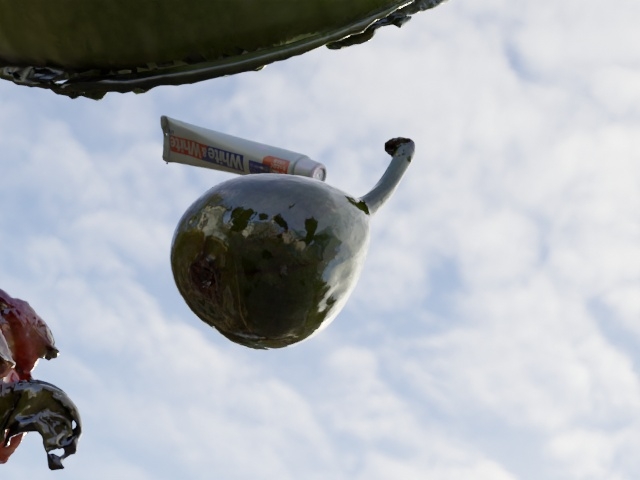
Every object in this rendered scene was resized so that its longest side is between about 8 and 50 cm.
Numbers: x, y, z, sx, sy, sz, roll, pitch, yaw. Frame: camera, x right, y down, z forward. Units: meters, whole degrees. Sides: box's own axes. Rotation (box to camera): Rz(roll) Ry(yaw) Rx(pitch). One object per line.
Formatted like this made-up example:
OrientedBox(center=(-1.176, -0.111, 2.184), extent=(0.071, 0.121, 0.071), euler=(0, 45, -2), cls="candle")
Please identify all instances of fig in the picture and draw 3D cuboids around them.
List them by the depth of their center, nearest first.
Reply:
OrientedBox(center=(0.000, 0.000, 1.350), extent=(0.151, 0.259, 0.151), euler=(24, -56, 42), cls="fig")

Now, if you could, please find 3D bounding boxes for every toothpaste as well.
OrientedBox(center=(-0.081, -0.082, 1.557), extent=(0.218, 0.033, 0.052), euler=(15, -64, 40), cls="toothpaste")

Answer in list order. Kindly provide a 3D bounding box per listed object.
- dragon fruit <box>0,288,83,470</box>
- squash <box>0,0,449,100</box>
OrientedBox(center=(-0.262, 0.085, 0.880), extent=(0.282, 0.211, 0.147), euler=(10, -5, 2), cls="dragon fruit")
OrientedBox(center=(-0.038, -0.145, 0.504), extent=(0.220, 0.220, 0.133), euler=(12, -49, 18), cls="squash")
